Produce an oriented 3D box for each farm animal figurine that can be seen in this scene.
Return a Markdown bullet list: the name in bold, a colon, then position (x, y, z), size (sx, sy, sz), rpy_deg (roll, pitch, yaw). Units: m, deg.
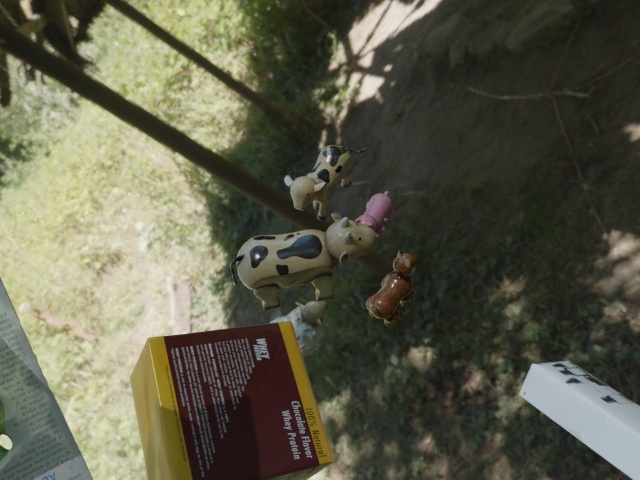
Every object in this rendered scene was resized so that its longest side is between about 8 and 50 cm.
- **farm animal figurine**: position (0.000, 0.000, 1.066), size (0.326, 0.172, 0.330), rpy_deg (-25, 62, -9)

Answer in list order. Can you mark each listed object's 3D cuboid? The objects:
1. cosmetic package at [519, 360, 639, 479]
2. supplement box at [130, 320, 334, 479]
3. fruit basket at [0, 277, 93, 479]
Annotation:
- **cosmetic package**: position (0.401, 0.251, 0.880), size (0.239, 0.098, 0.061), rpy_deg (36, 116, 48)
- **supplement box**: position (-0.118, 0.223, 0.812), size (0.129, 0.194, 0.191), rpy_deg (-54, 48, 49)
- **fruit basket**: position (-0.341, 0.190, 0.447), size (0.327, 0.353, 0.165), rpy_deg (-25, 11, -23)
